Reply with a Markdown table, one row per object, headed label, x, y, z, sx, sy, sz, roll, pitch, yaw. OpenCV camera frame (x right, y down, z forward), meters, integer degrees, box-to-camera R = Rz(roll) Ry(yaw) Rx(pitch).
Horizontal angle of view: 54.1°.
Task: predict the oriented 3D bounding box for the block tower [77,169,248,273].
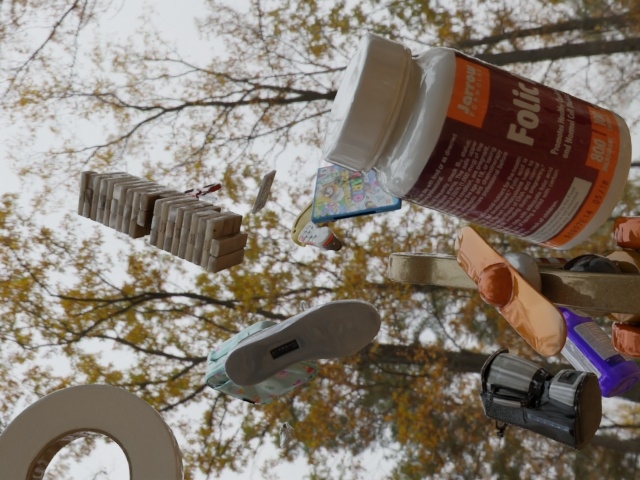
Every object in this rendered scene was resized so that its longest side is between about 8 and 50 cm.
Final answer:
| label | x | y | z | sx | sy | sz | roll | pitch | yaw |
| --- | --- | --- | --- | --- | --- | --- | --- | --- | --- |
| block tower | -0.295 | -0.045 | 1.161 | 0.097 | 0.335 | 0.091 | -20 | -53 | -62 |

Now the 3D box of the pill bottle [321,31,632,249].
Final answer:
| label | x | y | z | sx | sy | sz | roll | pitch | yaw |
| --- | --- | --- | --- | --- | --- | --- | --- | --- | --- |
| pill bottle | 0.215 | -0.145 | 0.911 | 0.392 | 0.224 | 0.224 | 17 | -103 | -10 |

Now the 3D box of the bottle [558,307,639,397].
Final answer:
| label | x | y | z | sx | sy | sz | roll | pitch | yaw |
| --- | --- | --- | --- | --- | --- | --- | --- | --- | --- |
| bottle | 0.588 | 0.222 | 1.426 | 0.118 | 0.283 | 0.092 | 1 | -50 | -38 |

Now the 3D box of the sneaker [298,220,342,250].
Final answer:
| label | x | y | z | sx | sy | sz | roll | pitch | yaw |
| --- | --- | --- | --- | --- | --- | --- | --- | --- | --- |
| sneaker | 0.000 | 0.000 | 1.437 | 0.065 | 0.158 | 0.061 | 38 | -94 | -24 |

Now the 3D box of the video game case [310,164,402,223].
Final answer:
| label | x | y | z | sx | sy | sz | roll | pitch | yaw |
| --- | --- | --- | --- | --- | --- | --- | --- | --- | --- |
| video game case | 0.065 | -0.093 | 1.105 | 0.015 | 0.166 | 0.119 | 51 | -141 | -48 |

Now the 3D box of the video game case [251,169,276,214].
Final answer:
| label | x | y | z | sx | sy | sz | roll | pitch | yaw |
| --- | --- | --- | --- | --- | --- | --- | --- | --- | --- |
| video game case | -0.162 | -0.140 | 1.802 | 0.087 | 0.011 | 0.122 | -49 | -17 | -66 |

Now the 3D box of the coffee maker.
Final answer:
| label | x | y | z | sx | sy | sz | roll | pitch | yaw |
| --- | --- | --- | --- | --- | --- | --- | --- | --- | --- |
| coffee maker | 0.385 | 0.283 | 1.082 | 0.120 | 0.178 | 0.171 | -50 | -52 | -26 |

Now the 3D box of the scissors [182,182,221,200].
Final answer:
| label | x | y | z | sx | sy | sz | roll | pitch | yaw |
| --- | --- | --- | --- | --- | --- | --- | --- | --- | --- |
| scissors | -0.292 | -0.104 | 1.509 | 0.109 | 0.297 | 0.021 | -13 | -75 | -5 |

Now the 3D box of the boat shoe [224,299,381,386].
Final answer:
| label | x | y | z | sx | sy | sz | roll | pitch | yaw |
| --- | --- | --- | --- | --- | --- | --- | --- | --- | --- |
| boat shoe | -0.042 | 0.222 | 1.452 | 0.156 | 0.367 | 0.136 | -110 | -4 | -79 |

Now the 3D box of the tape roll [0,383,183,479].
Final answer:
| label | x | y | z | sx | sy | sz | roll | pitch | yaw |
| --- | --- | --- | --- | --- | --- | --- | --- | --- | --- |
| tape roll | -0.470 | 0.483 | 1.239 | 0.072 | 0.392 | 0.392 | 92 | -160 | -66 |

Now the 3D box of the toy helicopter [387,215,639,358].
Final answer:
| label | x | y | z | sx | sy | sz | roll | pitch | yaw |
| --- | --- | --- | --- | --- | --- | --- | --- | --- | --- |
| toy helicopter | 0.205 | 0.044 | 0.668 | 0.235 | 0.355 | 0.140 | -4 | -85 | -43 |

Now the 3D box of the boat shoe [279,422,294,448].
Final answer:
| label | x | y | z | sx | sy | sz | roll | pitch | yaw |
| --- | --- | --- | --- | --- | --- | --- | --- | --- | --- |
| boat shoe | -0.093 | 0.504 | 1.627 | 0.035 | 0.035 | 0.100 | 48 | -168 | -3 |

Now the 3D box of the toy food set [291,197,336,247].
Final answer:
| label | x | y | z | sx | sy | sz | roll | pitch | yaw |
| --- | --- | --- | --- | --- | --- | --- | --- | --- | --- |
| toy food set | 0.009 | -0.065 | 1.802 | 0.071 | 0.218 | 0.128 | 29 | -153 | -33 |

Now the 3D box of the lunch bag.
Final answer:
| label | x | y | z | sx | sy | sz | roll | pitch | yaw |
| --- | --- | --- | --- | --- | --- | --- | --- | --- | --- |
| lunch bag | -0.160 | 0.322 | 1.619 | 0.224 | 0.279 | 0.108 | 29 | -140 | -34 |
